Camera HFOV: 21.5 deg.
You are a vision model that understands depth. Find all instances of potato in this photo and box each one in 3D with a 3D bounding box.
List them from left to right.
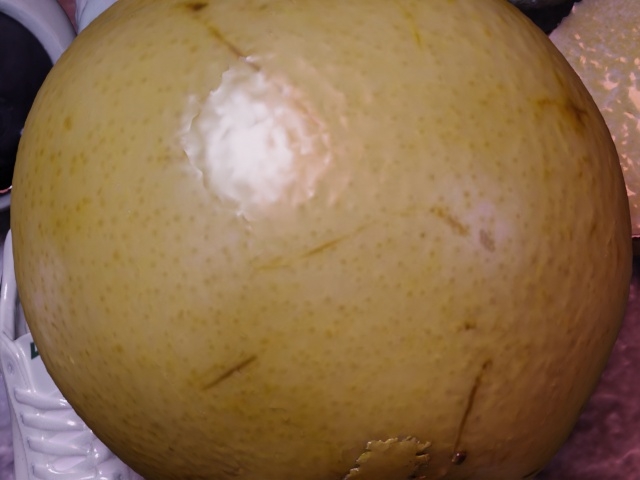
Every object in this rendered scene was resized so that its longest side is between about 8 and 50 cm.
[{"bbox_3d":[0.203,-0.074,1.102,0.164,0.081,0.200,20,67,13],"label":"potato"}]

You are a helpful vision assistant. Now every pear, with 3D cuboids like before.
[{"bbox_3d":[0.000,0.000,0.944,0.348,0.348,0.348,-5,58,8],"label":"pear"}]

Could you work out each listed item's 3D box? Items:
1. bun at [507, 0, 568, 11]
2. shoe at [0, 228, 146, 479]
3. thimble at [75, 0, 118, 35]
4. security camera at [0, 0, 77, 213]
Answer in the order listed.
[{"bbox_3d":[0.103,-0.254,1.157,0.141,0.239,0.239,-33,47,39],"label":"bun"},{"bbox_3d":[-0.159,0.104,1.045,0.095,0.110,0.265,-15,55,1],"label":"shoe"},{"bbox_3d":[-0.060,-0.165,1.145,0.211,0.185,0.149,-6,59,-2],"label":"thimble"},{"bbox_3d":[-0.262,-0.128,1.146,0.194,0.194,0.236,-11,98,4],"label":"security camera"}]
